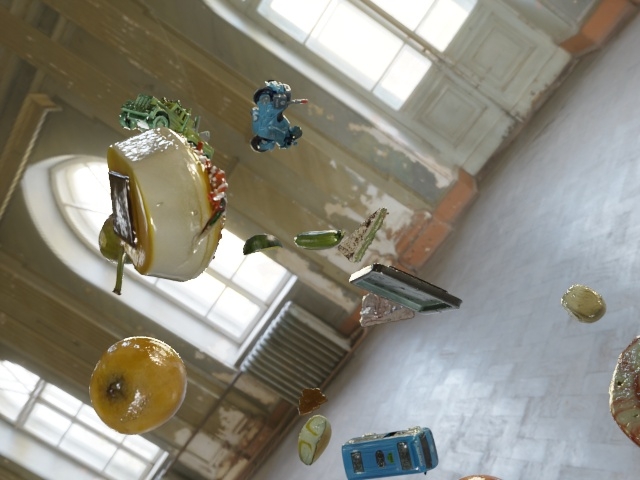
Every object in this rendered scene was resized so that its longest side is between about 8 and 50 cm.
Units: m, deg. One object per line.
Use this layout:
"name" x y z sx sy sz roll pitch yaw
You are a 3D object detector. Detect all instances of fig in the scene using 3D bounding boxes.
"fig" -0.468 0.026 1.217 0.149 0.149 0.245 -53 29 25

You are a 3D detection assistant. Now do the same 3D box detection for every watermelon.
"watermelon" -0.265 0.013 2.241 0.182 0.075 0.092 -14 -9 2

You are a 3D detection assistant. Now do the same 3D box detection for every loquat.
"loquat" -0.501 0.401 1.417 0.263 0.263 0.263 -55 6 9

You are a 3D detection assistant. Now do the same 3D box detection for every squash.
"squash" 0.000 0.000 1.743 0.252 0.066 0.066 -3 49 51

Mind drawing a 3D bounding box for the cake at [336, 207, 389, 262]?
"cake" 0.096 -0.008 1.061 0.051 0.055 0.140 -1 -37 -50

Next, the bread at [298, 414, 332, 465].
"bread" -0.009 0.626 1.631 0.083 0.095 0.157 25 108 46

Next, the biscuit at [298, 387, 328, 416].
"biscuit" -0.026 0.431 1.361 0.092 0.082 0.016 -53 -42 -37

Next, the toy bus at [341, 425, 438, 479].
"toy bus" 0.190 0.591 1.413 0.247 0.113 0.134 -18 -18 23

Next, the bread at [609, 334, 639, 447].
"bread" 0.815 0.355 1.146 0.294 0.114 0.328 -70 17 -10

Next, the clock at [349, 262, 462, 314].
"clock" 0.244 0.141 1.503 0.273 0.279 0.049 137 156 -73

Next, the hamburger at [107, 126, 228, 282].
"hamburger" -0.249 -0.060 0.834 0.295 0.152 0.226 37 126 44

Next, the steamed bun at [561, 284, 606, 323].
"steamed bun" 0.856 0.210 1.655 0.112 0.091 0.130 -44 43 -2

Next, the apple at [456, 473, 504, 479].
"apple" 0.421 0.750 1.350 0.272 0.251 0.206 -26 12 -36

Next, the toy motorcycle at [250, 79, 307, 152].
"toy motorcycle" -0.147 -0.417 1.764 0.272 0.182 0.123 100 159 -44

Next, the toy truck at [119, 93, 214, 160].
"toy truck" -0.373 -0.286 1.295 0.259 0.129 0.135 35 -106 -62

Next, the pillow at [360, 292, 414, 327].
"pillow" 0.230 0.227 1.803 0.249 0.049 0.135 -19 49 42
